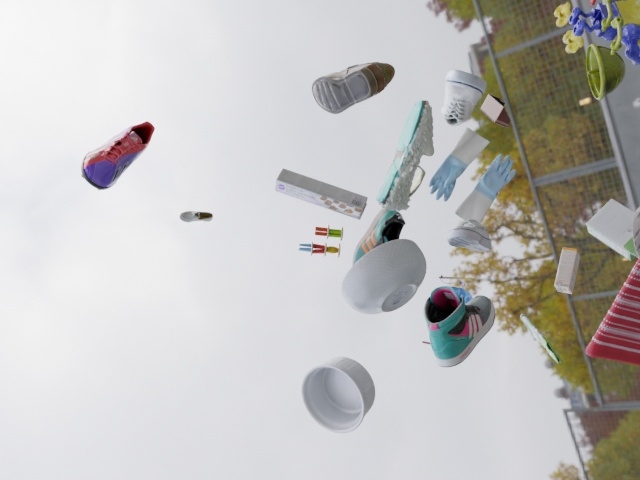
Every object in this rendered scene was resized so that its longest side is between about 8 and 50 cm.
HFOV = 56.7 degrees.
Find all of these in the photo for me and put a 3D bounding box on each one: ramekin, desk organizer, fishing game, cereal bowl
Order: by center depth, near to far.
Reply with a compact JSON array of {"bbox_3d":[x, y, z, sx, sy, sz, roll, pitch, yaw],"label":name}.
[{"bbox_3d":[0.519,-0.382,1.740,0.047,0.050,0.130,17,-153,-16],"label":"desk organizer"},{"bbox_3d":[0.441,0.242,2.045,0.041,0.189,0.264,33,-108,-39],"label":"fishing game"},{"bbox_3d":[0.252,0.157,2.165,0.339,0.339,0.141,20,-151,-52],"label":"cereal bowl"},{"bbox_3d":[0.077,0.583,2.282,0.135,0.277,0.277,-22,-83,-55],"label":"ramekin"}]

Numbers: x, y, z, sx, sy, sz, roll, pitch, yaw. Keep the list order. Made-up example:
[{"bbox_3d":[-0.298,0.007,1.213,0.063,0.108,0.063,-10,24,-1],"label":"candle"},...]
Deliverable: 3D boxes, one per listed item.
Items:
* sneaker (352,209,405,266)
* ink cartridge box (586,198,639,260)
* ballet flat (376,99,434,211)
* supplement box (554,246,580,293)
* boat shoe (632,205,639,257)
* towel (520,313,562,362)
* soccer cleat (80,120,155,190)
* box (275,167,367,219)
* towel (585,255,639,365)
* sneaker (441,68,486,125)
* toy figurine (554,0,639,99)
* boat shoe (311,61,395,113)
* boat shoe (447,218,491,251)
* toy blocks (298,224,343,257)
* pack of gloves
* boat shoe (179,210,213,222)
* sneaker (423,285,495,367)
[{"bbox_3d":[0.222,0.023,2.265,0.108,0.121,0.302,17,-74,-31],"label":"sneaker"},{"bbox_3d":[0.888,-0.018,1.706,0.209,0.109,0.062,47,-178,42],"label":"ink cartridge box"},{"bbox_3d":[0.326,-0.291,2.123,0.147,0.147,0.408,9,-74,-55],"label":"ballet flat"},{"bbox_3d":[0.593,0.073,1.426,0.062,0.036,0.098,34,-110,-56],"label":"supplement box"},{"bbox_3d":[0.899,0.050,1.505,0.116,0.123,0.324,-2,-109,-40],"label":"boat shoe"},{"bbox_3d":[0.678,0.303,1.833,0.113,0.023,0.152,47,-170,-29],"label":"towel"},{"bbox_3d":[-0.565,-0.249,1.669,0.108,0.116,0.318,47,-155,-18],"label":"soccer cleat"},{"bbox_3d":[0.003,-0.162,2.075,0.063,0.324,0.067,100,-169,-53],"label":"box"},{"bbox_3d":[0.628,0.116,1.105,0.199,0.274,0.031,13,-160,-20],"label":"towel"},{"bbox_3d":[0.328,-0.323,1.382,0.258,0.094,0.091,9,-80,-75],"label":"sneaker"},{"bbox_3d":[0.661,-0.472,1.256,0.191,0.217,0.362,90,180,-55],"label":"toy figurine"},{"bbox_3d":[0.089,-0.420,1.626,0.104,0.307,0.110,-32,-67,-23],"label":"boat shoe"},{"bbox_3d":[0.402,-0.021,1.615,0.226,0.083,0.075,18,-113,-58],"label":"boat shoe"},{"bbox_3d":[0.000,0.000,2.118,0.054,0.148,0.123,-101,16,-63],"label":"toy blocks"},{"bbox_3d":[0.444,-0.185,1.733,0.195,0.232,0.046,35,-174,9],"label":"pack of gloves"},{"bbox_3d":[-0.371,-0.073,1.776,0.100,0.035,0.035,3,-106,-20],"label":"boat shoe"},{"bbox_3d":[0.381,0.193,1.648,0.295,0.124,0.178,-41,-64,-43],"label":"sneaker"}]
